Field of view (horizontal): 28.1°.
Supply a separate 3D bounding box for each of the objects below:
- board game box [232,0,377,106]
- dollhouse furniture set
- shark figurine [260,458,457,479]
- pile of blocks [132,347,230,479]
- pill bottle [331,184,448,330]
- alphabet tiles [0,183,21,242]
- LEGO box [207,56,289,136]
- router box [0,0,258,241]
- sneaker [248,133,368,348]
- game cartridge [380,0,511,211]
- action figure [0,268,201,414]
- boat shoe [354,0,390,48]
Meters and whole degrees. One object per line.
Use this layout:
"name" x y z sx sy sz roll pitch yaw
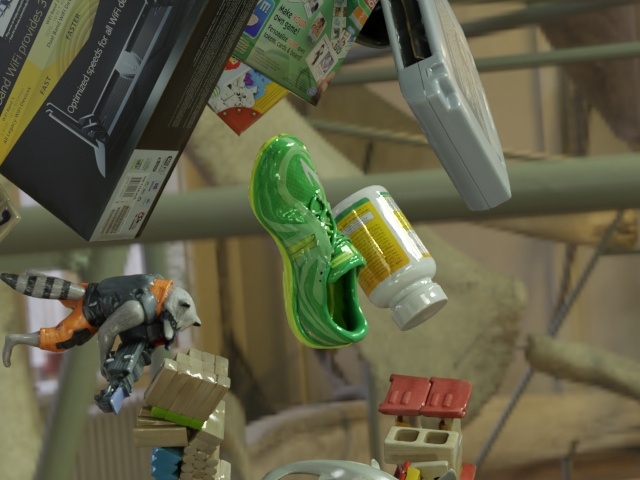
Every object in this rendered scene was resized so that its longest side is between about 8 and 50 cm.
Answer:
"board game box" -0.029 -0.279 1.348 0.046 0.213 0.317 32 4 25
"dollhouse furniture set" 0.161 0.404 2.177 0.152 0.201 0.374 2 25 15
"shark figurine" 0.054 0.332 1.578 0.278 0.166 0.116 28 34 -7
"pile of blocks" -0.216 0.296 2.034 0.149 0.362 0.112 1 37 -2
"pill bottle" 0.104 0.029 1.962 0.118 0.208 0.117 -30 -17 -10
"alphabet tiles" -0.511 0.066 1.615 0.011 0.342 0.285 41 1 -35
"LEGO box" -0.083 -0.485 2.123 0.500 0.372 0.193 -40 22 17
"router box" -0.202 -0.190 1.126 0.243 0.308 0.081 36 17 21
"sneaker" 0.000 0.000 1.617 0.124 0.295 0.109 3 28 44
"game cartridge" 0.129 -0.176 1.356 0.062 0.297 0.198 -20 -47 12
"action figure" -0.370 0.138 2.153 0.330 0.178 0.341 -4 27 4
"boat shoe" 0.039 -0.322 1.643 0.112 0.095 0.335 -21 -9 17
